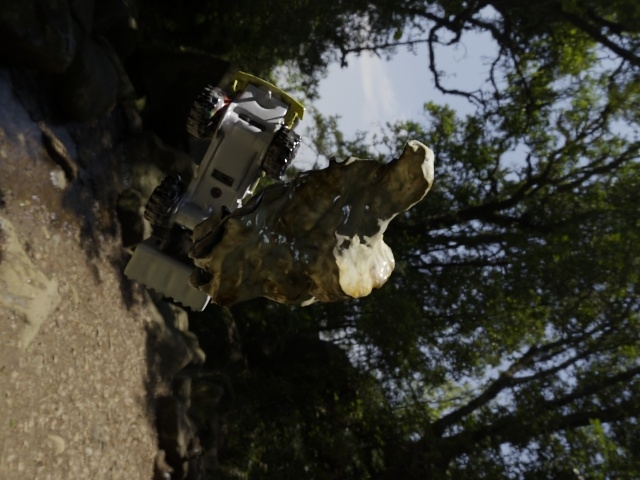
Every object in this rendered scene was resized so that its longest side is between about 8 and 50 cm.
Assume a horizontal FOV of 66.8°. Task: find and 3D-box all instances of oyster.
[{"bbox_3d":[0.000,0.000,0.346,0.163,0.191,0.081,11,39,-47],"label":"oyster"}]

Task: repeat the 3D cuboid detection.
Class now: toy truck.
[{"bbox_3d":[-0.123,-0.062,0.599,0.285,0.136,0.111,-62,-174,2],"label":"toy truck"}]
